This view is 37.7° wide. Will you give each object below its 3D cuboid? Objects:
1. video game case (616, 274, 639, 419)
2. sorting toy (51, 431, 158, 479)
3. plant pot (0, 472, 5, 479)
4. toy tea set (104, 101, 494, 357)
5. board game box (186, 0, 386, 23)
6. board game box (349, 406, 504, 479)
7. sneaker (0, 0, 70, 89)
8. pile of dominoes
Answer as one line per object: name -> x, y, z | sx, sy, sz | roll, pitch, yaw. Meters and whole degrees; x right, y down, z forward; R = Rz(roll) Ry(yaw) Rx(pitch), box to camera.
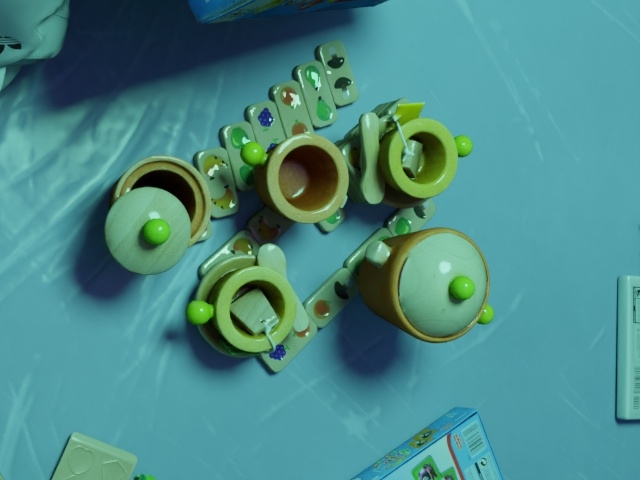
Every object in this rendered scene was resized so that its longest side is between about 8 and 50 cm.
video game case -> 0.389, 0.122, 1.057 | 0.143, 0.019, 0.157 | 5, 84, -31
sorting toy -> -0.166, 0.190, 0.723 | 0.083, 0.012, 0.062 | 28, 69, -23
plant pot -> -0.343, 0.180, 0.516 | 0.254, 0.237, 0.237 | -47, 111, -8
toy tea set -> 0.000, 0.000, 0.743 | 0.335, 0.124, 0.200 | -10, 97, -24
board game box -> -0.038, -0.315, 0.653 | 0.302, 0.086, 0.308 | -32, 100, -62
board game box -> 0.087, 0.274, 0.856 | 0.211, 0.039, 0.160 | -27, 101, -30
sneaker -> -0.242, -0.261, 0.635 | 0.137, 0.210, 0.366 | 0, 53, -31
pile of dominoes -> -0.003, -0.038, 0.817 | 0.251, 0.040, 0.196 | -44, 109, -25
